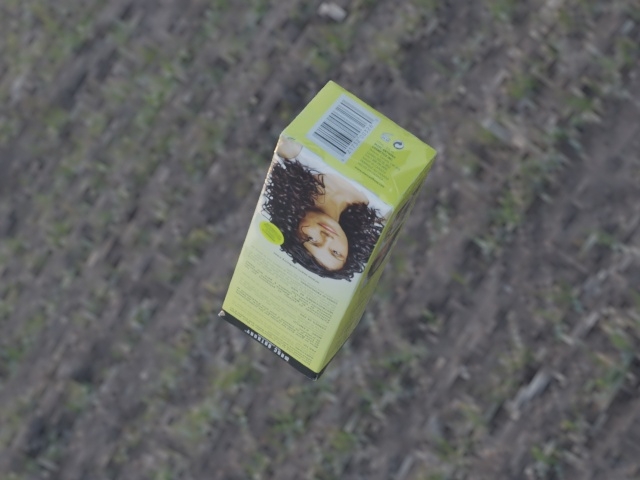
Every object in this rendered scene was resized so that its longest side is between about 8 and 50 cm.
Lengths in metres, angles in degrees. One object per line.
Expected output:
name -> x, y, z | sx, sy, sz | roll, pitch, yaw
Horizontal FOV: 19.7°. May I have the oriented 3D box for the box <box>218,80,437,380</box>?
box -> 0.000, 0.000, 1.192 | 0.058, 0.087, 0.232 | -51, -10, -31
